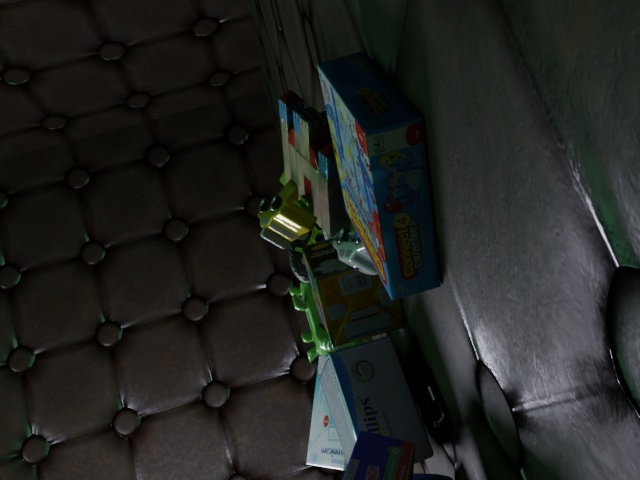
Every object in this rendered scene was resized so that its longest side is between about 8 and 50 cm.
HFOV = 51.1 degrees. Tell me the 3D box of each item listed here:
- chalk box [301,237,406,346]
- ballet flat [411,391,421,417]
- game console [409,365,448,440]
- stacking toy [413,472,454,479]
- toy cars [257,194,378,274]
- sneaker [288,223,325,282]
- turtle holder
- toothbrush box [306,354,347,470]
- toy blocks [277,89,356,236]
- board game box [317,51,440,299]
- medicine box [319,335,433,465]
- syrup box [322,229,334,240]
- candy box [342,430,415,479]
[{"bbox_3d":[0.067,0.095,1.596,0.289,0.180,0.179,-115,10,-71],"label":"chalk box"},{"bbox_3d":[0.217,0.429,1.665,0.079,0.076,0.222,49,162,30],"label":"ballet flat"},{"bbox_3d":[0.238,0.336,1.383,0.107,0.071,0.122,-62,35,38],"label":"game console"},{"bbox_3d":[0.260,0.597,1.315,0.302,0.165,0.175,-163,85,-68],"label":"stacking toy"},{"bbox_3d":[0.000,0.000,1.384,0.393,0.087,0.176,21,169,30],"label":"toy cars"},{"bbox_3d":[-0.005,-0.059,1.992,0.147,0.145,0.385,57,-141,-72],"label":"sneaker"},{"bbox_3d":[0.045,0.211,1.966,0.320,0.227,0.244,109,146,-81],"label":"turtle holder"},{"bbox_3d":[0.077,0.452,1.765,0.216,0.126,0.296,-24,56,60],"label":"toothbrush box"},{"bbox_3d":[0.003,-0.192,1.552,0.381,0.190,0.261,-131,32,-53],"label":"toy blocks"},{"bbox_3d":[0.093,-0.114,1.107,0.308,0.086,0.302,-112,8,-56],"label":"board game box"},{"bbox_3d":[0.112,0.385,1.496,0.289,0.149,0.264,102,150,-68],"label":"medicine box"},{"bbox_3d":[0.081,0.062,1.825,0.093,0.096,0.237,104,150,-85],"label":"syrup box"},{"bbox_3d":[0.089,0.554,1.197,0.268,0.122,0.317,-48,-38,-66],"label":"candy box"}]
